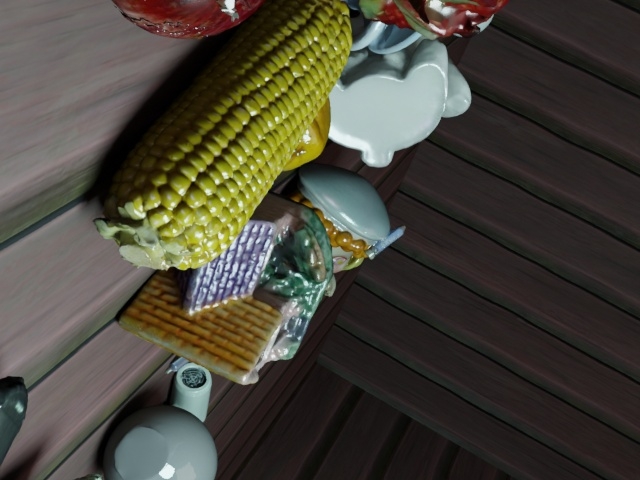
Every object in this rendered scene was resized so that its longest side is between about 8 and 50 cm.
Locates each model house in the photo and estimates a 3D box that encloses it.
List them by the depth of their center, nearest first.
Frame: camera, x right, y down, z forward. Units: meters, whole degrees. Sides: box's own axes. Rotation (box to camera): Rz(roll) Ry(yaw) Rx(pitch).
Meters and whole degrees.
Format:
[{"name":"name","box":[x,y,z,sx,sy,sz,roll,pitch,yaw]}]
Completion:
[{"name":"model house","box":[-0.116,0.068,1.102,0.237,0.202,0.237,-64,171,21]}]

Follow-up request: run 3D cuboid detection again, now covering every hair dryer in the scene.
[{"name":"hair dryer","box":[-0.227,0.198,1.425,0.114,0.037,0.063,-37,-174,-28]},{"name":"hair dryer","box":[-0.289,0.329,1.451,0.236,0.073,0.131,-42,159,-39]}]

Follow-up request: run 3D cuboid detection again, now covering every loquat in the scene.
[{"name":"loquat","box":[-0.044,-0.165,1.092,0.137,0.113,0.137,-35,141,-34]}]

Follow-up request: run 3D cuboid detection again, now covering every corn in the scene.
[{"name":"corn","box":[-0.087,-0.124,0.874,0.387,0.144,0.144,-54,169,-29]}]

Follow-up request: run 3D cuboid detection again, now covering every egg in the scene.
[{"name":"egg","box":[-0.253,0.356,1.307,0.176,0.176,0.232,-58,169,-18]}]

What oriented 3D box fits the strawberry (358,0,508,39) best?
[{"name":"strawberry","box":[0.100,-0.358,0.843,0.258,0.261,0.261,-63,171,-7]}]

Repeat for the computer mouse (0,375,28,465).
[{"name":"computer mouse","box":[-0.354,0.242,0.702,0.168,0.087,0.295,123,-9,-65]}]

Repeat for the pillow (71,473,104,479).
[{"name":"pillow","box":[-0.365,0.410,0.894,0.283,0.138,0.310,-54,179,22]}]

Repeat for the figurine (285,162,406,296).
[{"name":"figurine","box":[-0.029,-0.010,1.615,0.382,0.224,0.205,-37,-147,42]}]

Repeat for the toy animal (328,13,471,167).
[{"name":"toy animal","box":[0.094,-0.263,1.293,0.265,0.271,0.206,-85,165,-52]}]

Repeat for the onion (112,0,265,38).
[{"name":"onion","box":[-0.076,-0.228,0.604,0.184,0.147,0.184,-43,154,-27]}]

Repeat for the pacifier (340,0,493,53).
[{"name":"pacifier","box":[0.137,-0.337,1.092,0.238,0.225,0.287,-53,-148,26]}]
